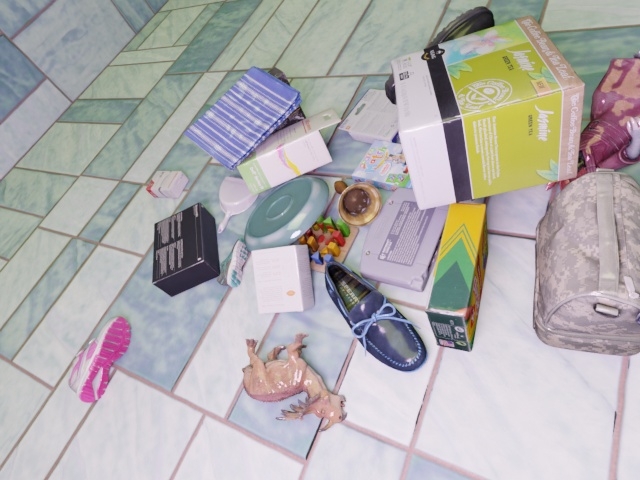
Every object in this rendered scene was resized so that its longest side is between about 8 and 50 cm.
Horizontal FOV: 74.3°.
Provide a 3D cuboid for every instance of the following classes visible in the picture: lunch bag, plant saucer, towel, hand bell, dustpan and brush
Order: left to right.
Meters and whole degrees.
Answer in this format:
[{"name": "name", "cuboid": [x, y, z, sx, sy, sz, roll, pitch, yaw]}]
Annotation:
[{"name": "dustpan and brush", "cuboid": [-0.308, -0.120, 1.462, 0.147, 0.060, 0.211, 14, 56, 18]}, {"name": "towel", "cuboid": [-0.248, -0.401, 1.348, 0.243, 0.040, 0.336, 38, 80, 22]}, {"name": "plant saucer", "cuboid": [-0.117, -0.090, 1.290, 0.318, 0.043, 0.317, -28, 34, 21]}, {"name": "hand bell", "cuboid": [0.078, -0.138, 1.250, 0.126, 0.126, 0.242, -33, 26, 0]}, {"name": "lunch bag", "cuboid": [0.532, 0.049, 0.818, 0.213, 0.256, 0.305, 3, 59, 27]}]

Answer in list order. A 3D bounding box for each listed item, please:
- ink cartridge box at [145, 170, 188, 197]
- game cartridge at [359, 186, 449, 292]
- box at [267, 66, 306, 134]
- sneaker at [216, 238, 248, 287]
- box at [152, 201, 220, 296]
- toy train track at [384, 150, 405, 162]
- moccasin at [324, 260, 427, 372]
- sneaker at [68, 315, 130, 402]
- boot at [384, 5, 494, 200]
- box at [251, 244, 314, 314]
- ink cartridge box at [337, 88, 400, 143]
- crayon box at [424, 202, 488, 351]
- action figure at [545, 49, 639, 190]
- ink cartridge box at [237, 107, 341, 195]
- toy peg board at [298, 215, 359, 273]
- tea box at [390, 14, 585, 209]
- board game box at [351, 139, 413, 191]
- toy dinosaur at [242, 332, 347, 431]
[{"name": "ink cartridge box", "cuboid": [-0.599, -0.220, 1.657, 0.135, 0.056, 0.099, 6, 60, 28]}, {"name": "game cartridge", "cuboid": [0.227, -0.012, 1.136, 0.196, 0.060, 0.294, 15, 64, 28]}, {"name": "box", "cuboid": [-0.214, -0.419, 1.506, 0.307, 0.242, 0.076, -40, 50, -5]}, {"name": "sneaker", "cuboid": [-0.276, 0.067, 1.303, 0.076, 0.065, 0.166, -7, 53, 25]}, {"name": "box", "cuboid": [-0.438, 0.026, 1.378, 0.184, 0.103, 0.261, -25, 49, 10]}, {"name": "toy train track", "cuboid": [0.233, -0.255, 1.280, 0.083, 0.014, 0.048, -6, 54, 21]}, {"name": "moccasin", "cuboid": [0.105, 0.177, 1.011, 0.138, 0.116, 0.342, -43, 50, -9]}, {"name": "sneaker", "cuboid": [-0.666, 0.340, 1.255, 0.111, 0.103, 0.252, 5, 58, 25]}, {"name": "boot", "cuboid": [0.439, -0.381, 1.161, 0.367, 0.146, 0.445, -39, 61, 16]}, {"name": "box", "cuboid": [-0.098, 0.103, 1.125, 0.130, 0.091, 0.170, -7, 88, 19]}, {"name": "ink cartridge box", "cuboid": [0.206, -0.424, 1.445, 0.224, 0.045, 0.223, 23, 68, 36]}, {"name": "crayon box", "cuboid": [0.317, 0.059, 0.944, 0.081, 0.202, 0.318, 5, 60, 27]}, {"name": "action figure", "cuboid": [0.688, -0.256, 1.035, 0.370, 0.276, 0.248, -49, 44, 8]}, {"name": "ink cartridge box", "cuboid": [-0.088, -0.299, 1.400, 0.354, 0.119, 0.207, -23, 29, 6]}, {"name": "toy peg board", "cuboid": [0.000, 0.000, 1.212, 0.161, 0.079, 0.160, 13, 63, 32]}, {"name": "tea box", "cuboid": [0.340, -0.280, 0.928, 0.324, 0.220, 0.328, -12, 45, 16]}, {"name": "board game box", "cuboid": [0.224, -0.227, 1.300, 0.212, 0.039, 0.160, 19, 67, 35]}, {"name": "toy dinosaur", "cuboid": [-0.096, 0.336, 0.991, 0.296, 0.127, 0.200, -10, 60, 25]}]
